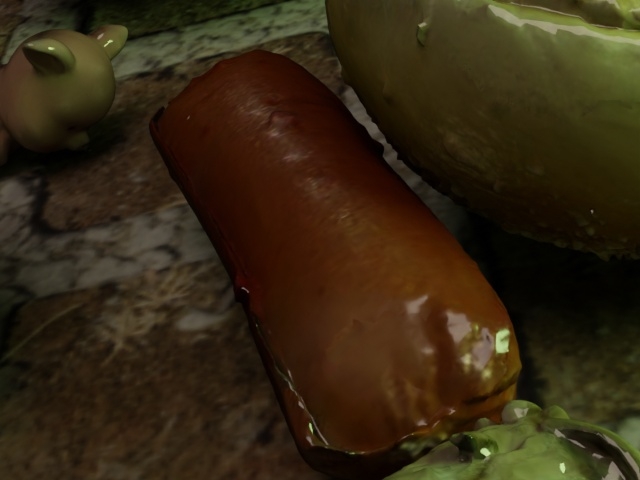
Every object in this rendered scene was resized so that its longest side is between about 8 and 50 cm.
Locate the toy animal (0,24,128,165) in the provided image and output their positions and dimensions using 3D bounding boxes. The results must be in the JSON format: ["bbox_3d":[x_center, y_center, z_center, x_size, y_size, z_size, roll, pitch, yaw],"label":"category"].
[{"bbox_3d":[-0.190,-0.088,0.841,0.150,0.089,0.083,-21,35,11],"label":"toy animal"}]

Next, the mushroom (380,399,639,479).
[{"bbox_3d":[-0.011,0.177,0.329,0.177,0.126,0.397,13,40,9],"label":"mushroom"}]

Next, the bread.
[{"bbox_3d":[0.152,-0.102,0.623,0.305,0.159,0.305,-3,35,2],"label":"bread"}]

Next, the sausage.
[{"bbox_3d":[0.000,0.000,0.611,0.102,0.102,0.330,-21,32,-7],"label":"sausage"}]
